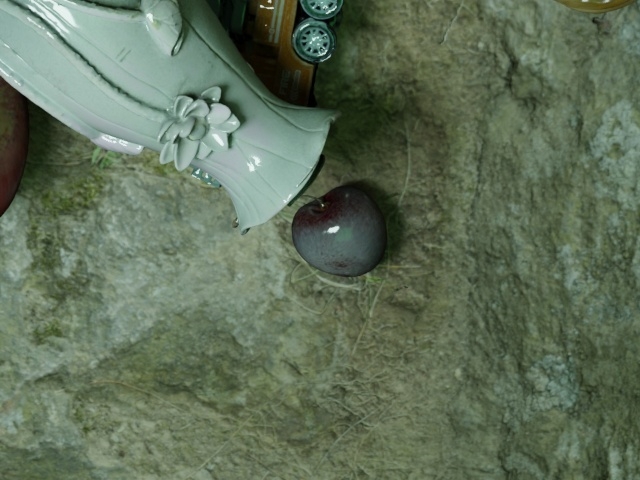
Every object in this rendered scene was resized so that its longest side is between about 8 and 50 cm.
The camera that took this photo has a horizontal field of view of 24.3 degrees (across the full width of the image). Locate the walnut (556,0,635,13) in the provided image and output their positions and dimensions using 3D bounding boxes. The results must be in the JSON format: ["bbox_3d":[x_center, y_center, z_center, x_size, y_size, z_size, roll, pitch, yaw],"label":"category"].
[{"bbox_3d":[0.348,-0.357,1.813,0.184,0.155,0.155,-37,116,18],"label":"walnut"}]

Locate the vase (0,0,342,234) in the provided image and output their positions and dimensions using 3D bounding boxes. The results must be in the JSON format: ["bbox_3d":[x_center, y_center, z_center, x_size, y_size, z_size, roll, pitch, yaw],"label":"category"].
[{"bbox_3d":[-0.189,-0.200,1.701,0.445,0.250,0.250,37,110,-13],"label":"vase"}]

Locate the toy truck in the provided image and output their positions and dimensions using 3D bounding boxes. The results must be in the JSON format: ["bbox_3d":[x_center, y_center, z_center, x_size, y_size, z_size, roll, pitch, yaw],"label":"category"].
[{"bbox_3d":[-0.076,-0.224,1.867,0.184,0.133,0.338,11,115,0],"label":"toy truck"}]

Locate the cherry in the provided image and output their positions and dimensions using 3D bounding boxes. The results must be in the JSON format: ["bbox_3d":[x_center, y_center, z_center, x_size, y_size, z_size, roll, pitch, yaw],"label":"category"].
[{"bbox_3d":[0.003,0.001,2.019,0.188,0.115,0.148,-25,157,17],"label":"cherry"}]

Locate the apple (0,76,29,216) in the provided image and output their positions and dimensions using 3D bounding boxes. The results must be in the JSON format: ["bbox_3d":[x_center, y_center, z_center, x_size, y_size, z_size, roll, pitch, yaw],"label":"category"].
[{"bbox_3d":[-0.514,-0.158,1.766,0.269,0.345,0.345,-1,122,23],"label":"apple"}]
